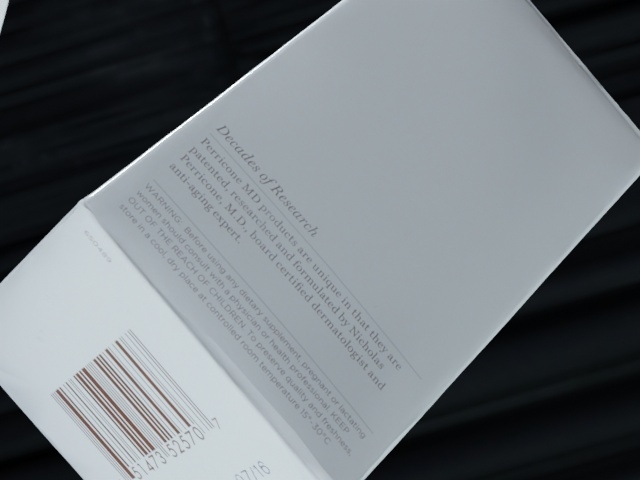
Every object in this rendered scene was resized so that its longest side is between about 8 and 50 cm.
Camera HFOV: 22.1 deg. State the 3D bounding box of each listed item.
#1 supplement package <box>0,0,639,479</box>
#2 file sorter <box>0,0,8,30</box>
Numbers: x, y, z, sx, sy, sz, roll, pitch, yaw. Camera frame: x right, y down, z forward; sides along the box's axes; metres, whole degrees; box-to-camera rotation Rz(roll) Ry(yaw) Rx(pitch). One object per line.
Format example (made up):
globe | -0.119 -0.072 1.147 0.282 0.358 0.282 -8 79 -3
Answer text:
supplement package | 0.000 0.000 0.506 0.105 0.179 0.105 49 143 -2
file sorter | -0.289 -0.187 0.777 0.173 0.278 0.192 127 133 -61
